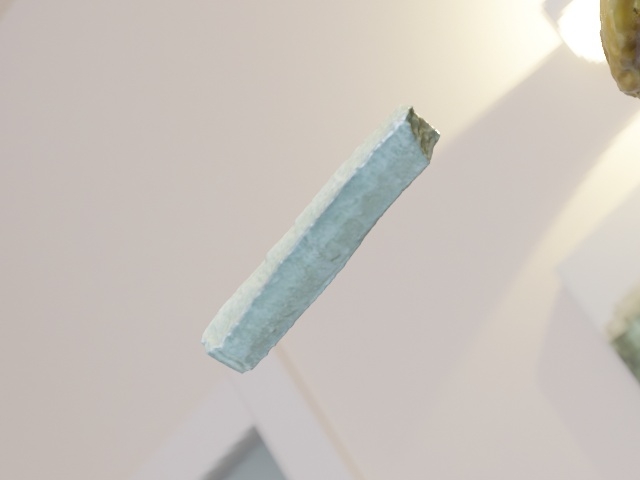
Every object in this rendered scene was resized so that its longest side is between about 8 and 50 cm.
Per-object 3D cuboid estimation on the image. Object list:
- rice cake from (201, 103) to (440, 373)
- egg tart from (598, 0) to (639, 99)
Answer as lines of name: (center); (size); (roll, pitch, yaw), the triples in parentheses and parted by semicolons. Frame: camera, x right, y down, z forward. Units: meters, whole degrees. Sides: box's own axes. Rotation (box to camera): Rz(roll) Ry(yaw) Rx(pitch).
rice cake: (0.001, 0.000, 0.913); (0.033, 0.029, 0.170); (34, -77, -23)
egg tart: (0.313, -0.260, 1.312); (0.341, 0.129, 0.341); (-40, -43, -51)
